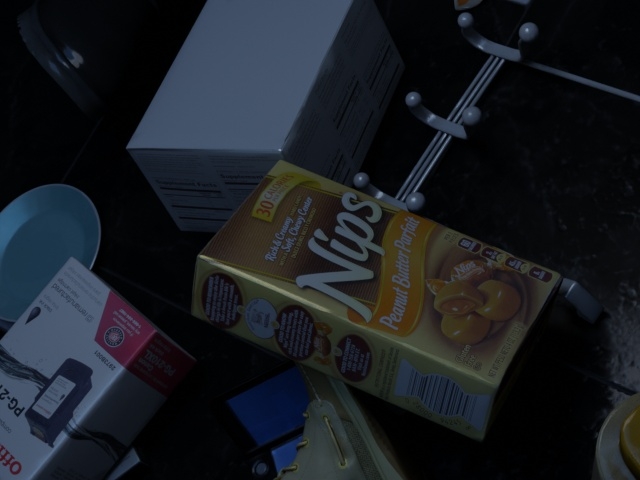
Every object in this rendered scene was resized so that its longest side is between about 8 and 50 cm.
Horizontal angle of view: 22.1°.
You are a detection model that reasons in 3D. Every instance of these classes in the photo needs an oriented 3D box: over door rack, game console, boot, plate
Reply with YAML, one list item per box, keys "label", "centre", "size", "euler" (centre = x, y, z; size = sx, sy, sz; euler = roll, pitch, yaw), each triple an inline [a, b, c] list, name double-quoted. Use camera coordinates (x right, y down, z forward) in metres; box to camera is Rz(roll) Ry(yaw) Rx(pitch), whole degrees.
- label: "over door rack"
  centre: [0.209, -0.095, 1.721]
  size: [0.324, 0.108, 0.239]
  euler: [30, 83, 36]
- label: "game console"
  centre: [-0.028, 0.204, 1.713]
  size: [0.144, 0.085, 0.124]
  euler: [-28, 55, 15]
- label: "boot"
  centre: [-0.021, 0.223, 1.657]
  size: [0.203, 0.095, 0.262]
  euler: [-33, 84, 15]
- label: "plate"
  centre: [-0.346, 0.018, 2.027]
  size: [0.188, 0.024, 0.188]
  euler: [-12, 61, 23]
- label: "boot"
  centre: [-0.150, -0.365, 1.967]
  size: [0.445, 0.146, 0.367]
  euler: [-37, 26, 8]

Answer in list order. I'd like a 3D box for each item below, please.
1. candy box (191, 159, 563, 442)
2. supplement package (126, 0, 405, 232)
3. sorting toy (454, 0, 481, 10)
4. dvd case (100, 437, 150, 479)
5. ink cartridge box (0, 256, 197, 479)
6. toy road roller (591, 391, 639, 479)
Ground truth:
- label: "candy box"
  centre: [0.055, 0.053, 1.603]
  size: [0.316, 0.087, 0.183]
  euler: [23, 42, 14]
- label: "supplement package"
  centre: [-0.057, -0.151, 1.837]
  size: [0.204, 0.145, 0.262]
  euler: [3, 51, 30]
- label: "sorting toy"
  centre: [0.188, -0.316, 1.894]
  size: [0.075, 0.045, 0.083]
  euler: [-7, 61, 5]
- label: "dvd case"
  centre: [-0.314, 0.221, 1.900]
  size: [0.179, 0.029, 0.239]
  euler: [-38, 54, 7]
- label: "ink cartridge box"
  centre: [-0.284, 0.167, 1.830]
  size: [0.172, 0.100, 0.237]
  euler: [36, 85, 37]
- label: "toy road roller"
  centre: [0.413, 0.191, 1.380]
  size: [0.329, 0.202, 0.240]
  euler: [-32, 67, -7]
